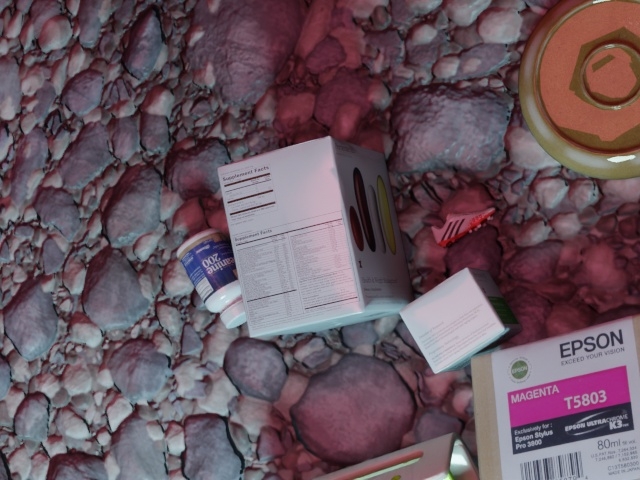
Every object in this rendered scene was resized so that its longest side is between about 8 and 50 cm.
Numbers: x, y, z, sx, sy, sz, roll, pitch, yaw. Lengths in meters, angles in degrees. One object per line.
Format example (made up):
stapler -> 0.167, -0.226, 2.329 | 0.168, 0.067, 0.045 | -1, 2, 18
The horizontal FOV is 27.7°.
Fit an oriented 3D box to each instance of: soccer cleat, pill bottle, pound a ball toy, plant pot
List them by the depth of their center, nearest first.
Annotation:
plant pot -> 0.340, -0.189, 1.498 | 0.236, 0.032, 0.236 | -1, 87, 22
pound a ball toy -> 0.055, 0.373, 1.558 | 0.319, 0.135, 0.208 | -23, 105, 20
soccer cleat -> 0.171, -0.022, 1.562 | 0.083, 0.029, 0.035 | -33, 80, 23
pill bottle -> -0.129, 0.050, 1.661 | 0.067, 0.067, 0.120 | -36, 75, 17

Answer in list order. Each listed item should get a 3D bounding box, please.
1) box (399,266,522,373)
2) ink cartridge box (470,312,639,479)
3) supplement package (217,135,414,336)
box -> 0.166, 0.094, 1.520 | 0.102, 0.101, 0.087 | -35, 75, 16
ink cartridge box -> 0.289, 0.200, 1.422 | 0.235, 0.088, 0.193 | -20, 61, 32
supplement package -> 0.000, 0.000, 1.542 | 0.149, 0.194, 0.203 | -14, 83, 21
